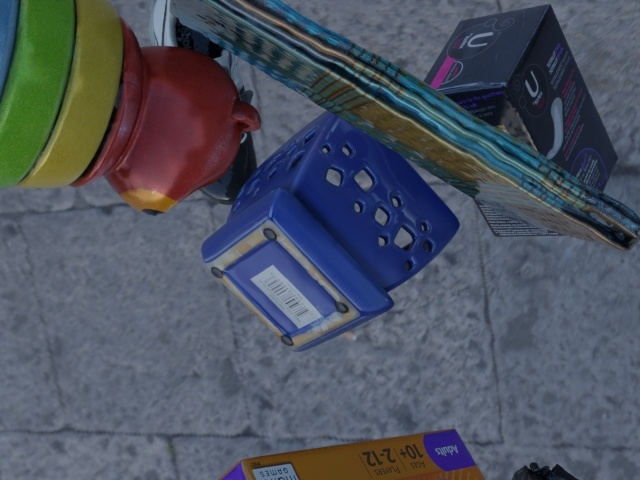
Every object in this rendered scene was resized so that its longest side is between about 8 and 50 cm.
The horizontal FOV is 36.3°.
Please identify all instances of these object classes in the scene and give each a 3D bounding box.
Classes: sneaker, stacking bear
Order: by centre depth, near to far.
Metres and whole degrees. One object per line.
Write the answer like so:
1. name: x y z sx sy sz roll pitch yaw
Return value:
1. stacking bear: -0.183 -0.097 0.638 0.175 0.289 0.164 -16 66 52
2. sneaker: -0.163 -0.205 1.383 0.123 0.146 0.330 -21 100 -16

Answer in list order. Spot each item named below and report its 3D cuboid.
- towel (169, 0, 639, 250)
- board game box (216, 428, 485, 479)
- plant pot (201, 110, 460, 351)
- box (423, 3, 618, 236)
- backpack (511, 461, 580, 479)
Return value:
1. towel: 0.048 -0.108 0.765 0.370 0.271 0.040 30 92 -10
2. board game box: 0.011 0.449 1.002 0.356 0.356 0.356 -45 60 28
3. plant pot: 0.000 0.000 1.266 0.236 0.212 0.236 46 139 -10
4. box: 0.267 -0.150 1.302 0.143 0.165 0.270 0 137 41
5. backpack: 0.374 0.422 1.475 0.182 0.115 0.151 14 76 -8
